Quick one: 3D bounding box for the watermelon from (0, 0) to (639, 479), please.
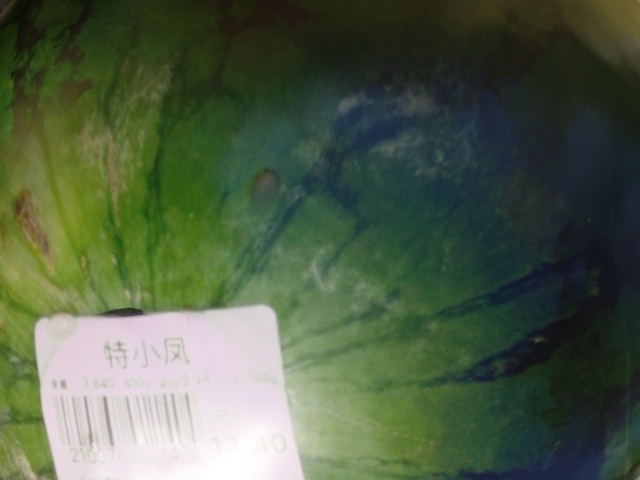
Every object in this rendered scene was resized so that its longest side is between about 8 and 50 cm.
[{"bbox_3d":[0.000,0.000,0.604,0.363,0.363,0.363,-24,137,-25],"label":"watermelon"}]
